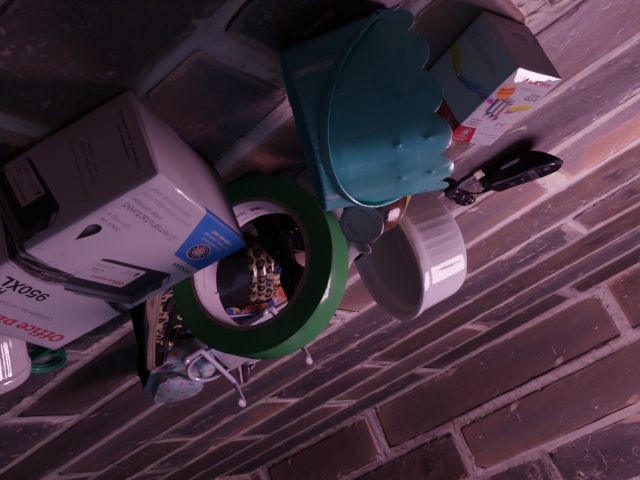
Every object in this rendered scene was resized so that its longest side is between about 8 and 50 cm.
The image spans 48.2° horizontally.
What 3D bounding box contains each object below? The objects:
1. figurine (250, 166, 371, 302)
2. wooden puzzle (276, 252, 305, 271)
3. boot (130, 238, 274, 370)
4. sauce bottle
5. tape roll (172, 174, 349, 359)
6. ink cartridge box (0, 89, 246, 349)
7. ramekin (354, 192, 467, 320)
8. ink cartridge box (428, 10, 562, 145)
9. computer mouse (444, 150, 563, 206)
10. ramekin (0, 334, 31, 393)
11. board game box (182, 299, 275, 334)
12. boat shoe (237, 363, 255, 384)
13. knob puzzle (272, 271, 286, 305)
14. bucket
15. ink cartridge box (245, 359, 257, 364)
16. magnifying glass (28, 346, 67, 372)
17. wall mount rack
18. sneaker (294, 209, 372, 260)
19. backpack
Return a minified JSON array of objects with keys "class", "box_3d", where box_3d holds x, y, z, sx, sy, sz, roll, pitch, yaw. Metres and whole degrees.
[{"class":"figurine","box_3d":[-0.017,-0.010,1.363,0.215,0.209,0.092,-35,153,25]},{"class":"wooden puzzle","box_3d":[-0.043,0.043,1.687,0.116,0.014,0.078,-10,148,-26]},{"class":"boot","box_3d":[-0.258,0.138,1.543,0.284,0.138,0.377,-12,143,-22]},{"class":"sauce bottle","box_3d":[0.098,-0.076,1.252,0.111,0.111,0.344,-33,-173,22]},{"class":"tape roll","box_3d":[-0.110,0.047,1.266,0.321,0.321,0.077,-30,155,15]},{"class":"ink cartridge box","box_3d":[-0.361,-0.010,1.106,0.395,0.166,0.285,-28,153,9]},{"class":"ramekin","box_3d":[0.189,0.021,1.540,0.135,0.277,0.277,-20,157,-24]},{"class":"ink cartridge box","box_3d":[0.278,-0.265,1.193,0.128,0.127,0.176,0,146,-40]},{"class":"computer mouse","box_3d":[0.399,-0.156,1.606,0.262,0.060,0.184,-22,163,28]},{"class":"ramekin","box_3d":[-0.633,0.198,1.286,0.207,0.207,0.109,-7,108,-31]},{"class":"board game box","box_3d":[-0.227,0.188,1.754,0.201,0.035,0.136,-2,158,-28]},{"class":"boat shoe","box_3d":[-0.219,0.372,2.133,0.065,0.075,0.206,-15,150,-10]},{"class":"knob puzzle","box_3d":[-0.123,0.137,1.788,0.213,0.030,0.213,-19,156,-9]},{"class":"bucket","box_3d":[0.060,-0.179,1.030,0.183,0.281,0.281,-17,155,-3]},{"class":"ink cartridge box","box_3d":[-0.140,0.268,1.914,0.140,0.082,0.190,-21,173,-3]},{"class":"magnifying glass","box_3d":[-0.604,0.242,1.606,0.092,0.026,0.231,-3,151,-35]},{"class":"wall mount rack","box_3d":[-0.173,0.250,1.681,0.350,0.130,0.304,-33,138,1]},{"class":"sneaker","box_3d":[0.000,0.000,1.474,0.296,0.146,0.105,-38,153,32]},{"class":"backpack","box_3d":[-0.360,0.327,1.845,0.189,0.144,0.165,-12,148,-30]}]
